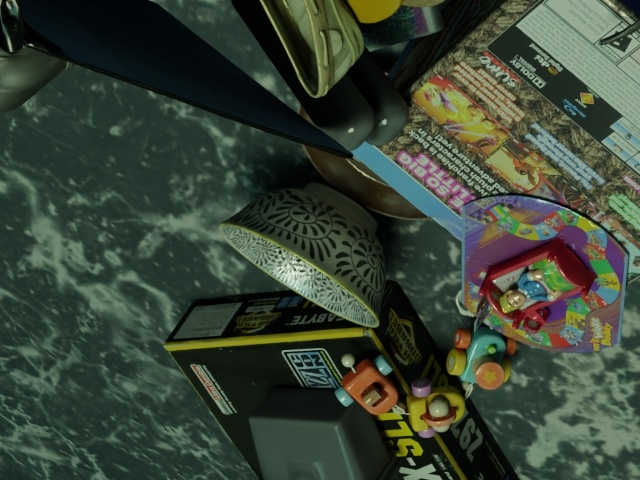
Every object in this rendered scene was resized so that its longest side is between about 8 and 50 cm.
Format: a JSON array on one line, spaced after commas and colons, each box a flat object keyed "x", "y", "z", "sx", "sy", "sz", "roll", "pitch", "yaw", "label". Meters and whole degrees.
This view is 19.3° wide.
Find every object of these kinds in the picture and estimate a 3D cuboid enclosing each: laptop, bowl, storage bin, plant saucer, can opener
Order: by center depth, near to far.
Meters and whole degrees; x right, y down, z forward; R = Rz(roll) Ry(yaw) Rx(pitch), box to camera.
[{"x": -0.182, "y": -0.271, "z": 1.328, "sx": 0.382, "sy": 0.236, "sz": 0.408, "roll": 41, "pitch": 144, "yaw": 54, "label": "laptop"}, {"x": -0.024, "y": -0.192, "z": 1.407, "sx": 0.093, "sy": 0.074, "sz": 0.280, "roll": -47, "pitch": 65, "yaw": 43, "label": "can opener"}, {"x": 0.061, "y": -0.088, "z": 1.612, "sx": 0.168, "sy": 0.029, "sz": 0.168, "roll": 17, "pitch": 140, "yaw": 15, "label": "plant saucer"}, {"x": 0.000, "y": 0.000, "z": 1.686, "sx": 0.170, "sy": 0.080, "sz": 0.170, "roll": 30, "pitch": 170, "yaw": 6, "label": "bowl"}, {"x": -0.007, "y": 0.197, "z": 1.800, "sx": 0.135, "sy": 0.098, "sz": 0.091, "roll": -1, "pitch": 121, "yaw": 33, "label": "storage bin"}]

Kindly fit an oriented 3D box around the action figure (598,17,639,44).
[{"x": 0.261, "y": -0.225, "z": 1.166, "sx": 0.164, "sy": 0.141, "sz": 0.276, "roll": 32, "pitch": 106, "yaw": 9, "label": "action figure"}]

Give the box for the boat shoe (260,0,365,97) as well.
[{"x": -0.021, "y": -0.162, "z": 1.247, "sx": 0.056, "sy": 0.048, "sz": 0.153, "roll": 15, "pitch": 150, "yaw": 38, "label": "boat shoe"}]

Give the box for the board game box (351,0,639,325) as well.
[{"x": 0.202, "y": -0.106, "z": 1.411, "sx": 0.232, "sy": 0.141, "sz": 0.291, "roll": 39, "pitch": 141, "yaw": -10, "label": "board game box"}]

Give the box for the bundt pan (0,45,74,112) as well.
[{"x": -0.357, "y": -0.237, "z": 1.645, "sx": 0.331, "sy": 0.124, "sz": 0.331, "roll": 18, "pitch": 139, "yaw": 16, "label": "bundt pan"}]

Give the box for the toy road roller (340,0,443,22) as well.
[{"x": -0.032, "y": -0.300, "z": 1.321, "sx": 0.329, "sy": 0.202, "sz": 0.240, "roll": 41, "pitch": 155, "yaw": -12, "label": "toy road roller"}]

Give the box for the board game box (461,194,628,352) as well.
[{"x": 0.166, "y": 0.039, "z": 1.450, "sx": 0.133, "sy": 0.033, "sz": 0.169, "roll": 16, "pitch": 140, "yaw": 18, "label": "board game box"}]

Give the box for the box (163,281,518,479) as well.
[{"x": 0.030, "y": 0.188, "z": 1.893, "sx": 0.257, "sy": 0.079, "sz": 0.322, "roll": -8, "pitch": 128, "yaw": 35, "label": "box"}]

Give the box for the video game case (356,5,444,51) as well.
[{"x": 0.016, "y": -0.221, "z": 1.451, "sx": 0.143, "sy": 0.019, "sz": 0.157, "roll": -11, "pitch": 97, "yaw": 40, "label": "video game case"}]

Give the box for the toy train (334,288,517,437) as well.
[{"x": 0.103, "y": 0.123, "z": 1.726, "sx": 0.166, "sy": 0.046, "sz": 0.125, "roll": -36, "pitch": 120, "yaw": 6, "label": "toy train"}]
